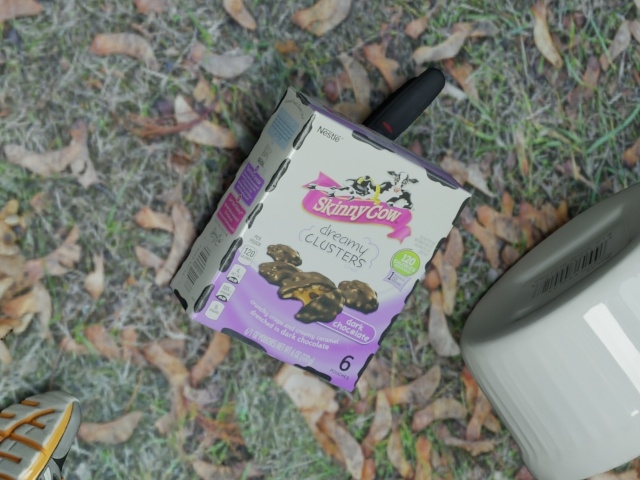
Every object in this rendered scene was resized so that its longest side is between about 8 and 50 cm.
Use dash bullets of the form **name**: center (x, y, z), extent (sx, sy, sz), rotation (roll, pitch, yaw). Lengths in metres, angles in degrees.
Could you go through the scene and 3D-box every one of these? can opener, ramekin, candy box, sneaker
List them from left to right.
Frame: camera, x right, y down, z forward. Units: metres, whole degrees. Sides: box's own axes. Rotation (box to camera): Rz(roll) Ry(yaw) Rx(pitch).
- **sneaker**: center (-0.237, 0.213, 1.502), extent (0.083, 0.084, 0.215), rotation (39, 71, -37)
- **candy box**: center (0.000, 0.000, 1.611), extent (0.164, 0.070, 0.196), rotation (26, 101, -27)
- **can opener**: center (0.043, -0.091, 1.694), extent (0.186, 0.059, 0.073), rotation (-39, 106, -27)
- **ramekin**: center (0.251, 0.067, 1.692), extent (0.277, 0.277, 0.135), rotation (-42, 100, -26)
